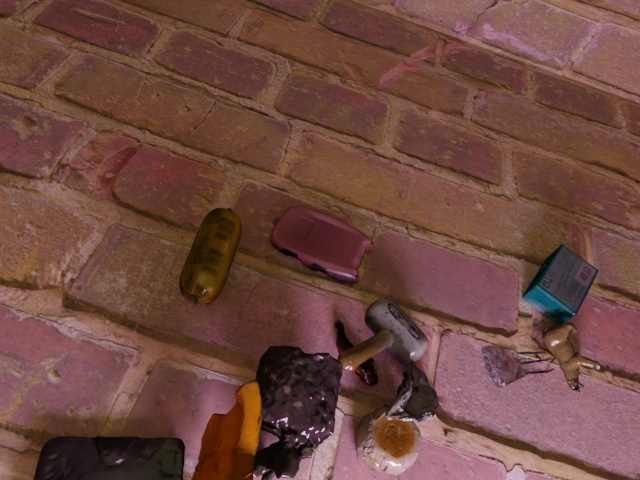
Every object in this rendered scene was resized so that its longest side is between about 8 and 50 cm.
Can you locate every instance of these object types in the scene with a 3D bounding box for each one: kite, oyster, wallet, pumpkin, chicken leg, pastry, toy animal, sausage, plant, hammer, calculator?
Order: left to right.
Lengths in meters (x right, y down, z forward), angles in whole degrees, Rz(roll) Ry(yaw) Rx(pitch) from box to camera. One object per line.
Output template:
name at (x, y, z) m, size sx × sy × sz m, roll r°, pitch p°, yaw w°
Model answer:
wallet at (-0.457, 0.511, 1.107) m, size 0.310 × 0.042 × 0.165 m, roll 6°, pitch 55°, yaw -12°
sausage at (-0.306, 0.039, 1.440) m, size 0.123 × 0.123 × 0.347 m, roll 16°, pitch 52°, yaw -4°
pumpkin at (-0.220, 0.461, 1.058) m, size 0.095 × 0.290 × 0.258 m, roll 33°, pitch 38°, yaw -22°
plant at (-0.071, 0.413, 1.178) m, size 0.213 × 0.215 × 0.312 m, roll 11°, pitch 62°, yaw -3°
calculator at (0.000, 0.000, 1.604) m, size 0.330 × 0.048 × 0.220 m, roll 24°, pitch 54°, yaw 5°
chicken leg at (0.091, 0.311, 1.403) m, size 0.093 × 0.053 × 0.205 m, roll -16°, pitch 65°, yaw -52°
hammer at (0.151, 0.279, 1.365) m, size 0.202 × 0.113 × 0.305 m, roll 45°, pitch 38°, yaw 20°
pastry at (0.169, 0.496, 1.266) m, size 0.166 × 0.088 × 0.166 m, roll 9°, pitch 49°, yaw -10°
oyster at (0.249, 0.399, 1.297) m, size 0.199 × 0.087 × 0.252 m, roll 54°, pitch 25°, yaw -22°
kite at (0.594, 0.374, 1.523) m, size 0.229 × 0.016 × 0.127 m, roll 0°, pitch 58°, yaw -12°
toy animal at (0.750, 0.348, 1.546) m, size 0.101 × 0.103 × 0.218 m, roll -19°, pitch 62°, yaw -7°

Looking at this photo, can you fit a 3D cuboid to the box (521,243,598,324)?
box at (0.801, 0.145, 1.697) m, size 0.153 × 0.092 × 0.245 m, roll 40°, pitch 55°, yaw 13°
